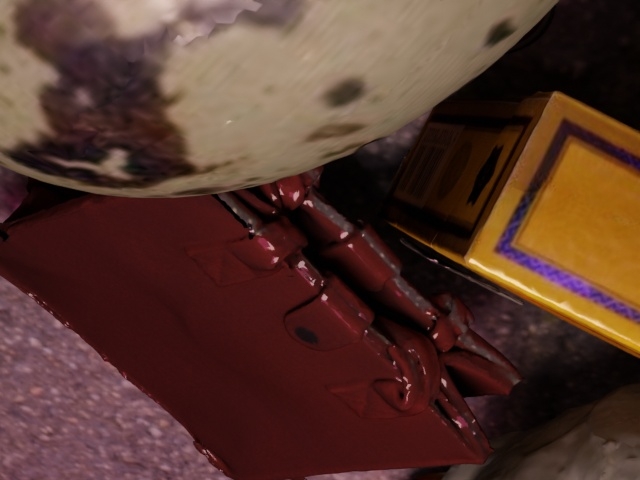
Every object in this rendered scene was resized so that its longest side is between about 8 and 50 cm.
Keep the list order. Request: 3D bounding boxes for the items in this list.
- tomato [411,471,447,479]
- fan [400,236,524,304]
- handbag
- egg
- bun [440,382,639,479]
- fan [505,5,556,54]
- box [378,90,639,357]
[{"bbox_3d":[0.089,0.200,1.164,0.075,0.087,0.087,-18,135,-14],"label":"tomato"},{"bbox_3d":[0.080,0.019,0.898,0.083,0.004,0.056,26,-177,-36],"label":"fan"},{"bbox_3d":[-0.050,0.037,0.998,0.260,0.084,0.275,46,150,-22],"label":"handbag"},{"bbox_3d":[-0.036,-0.171,0.702,0.379,0.287,0.287,-25,122,18],"label":"egg"},{"bbox_3d":[0.201,0.195,0.987,0.362,0.211,0.362,-17,160,-7],"label":"bun"},{"bbox_3d":[0.061,-0.129,0.904,0.133,0.005,0.085,-6,131,23],"label":"fan"},{"bbox_3d":[0.145,0.005,0.816,0.193,0.301,0.084,25,92,-6],"label":"box"}]
